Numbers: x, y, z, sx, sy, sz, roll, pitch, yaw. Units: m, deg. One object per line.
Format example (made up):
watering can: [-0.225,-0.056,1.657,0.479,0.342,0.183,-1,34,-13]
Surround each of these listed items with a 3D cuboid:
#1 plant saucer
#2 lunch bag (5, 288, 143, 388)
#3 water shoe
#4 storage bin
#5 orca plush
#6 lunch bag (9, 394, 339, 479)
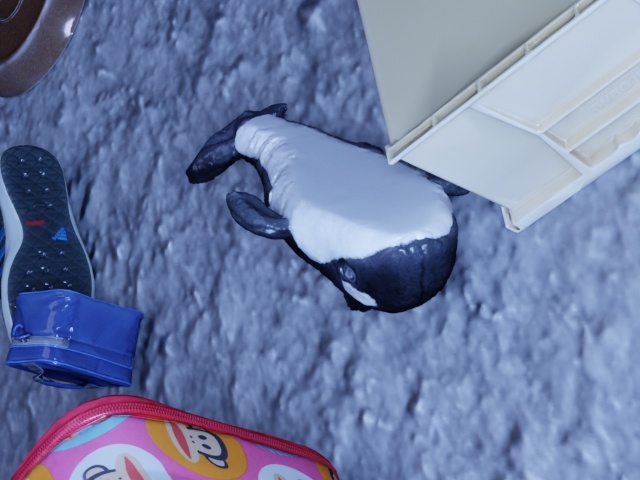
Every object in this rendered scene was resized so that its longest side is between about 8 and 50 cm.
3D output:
plant saucer: [-0.264,-0.209,1.664,0.168,0.029,0.168,-23,58,43]
lunch bag: [-0.183,0.076,1.385,0.067,0.098,0.065,-6,72,43]
water shoe: [-0.223,0.022,1.498,0.080,0.073,0.203,117,150,-53]
storage bin: [0.142,-0.192,1.105,0.260,0.123,0.262,-37,49,33]
orca plush: [0.000,0.000,1.206,0.287,0.151,0.102,22,123,49]
lunch bag: [-0.131,0.235,1.125,0.293,0.258,0.120,-53,42,19]
